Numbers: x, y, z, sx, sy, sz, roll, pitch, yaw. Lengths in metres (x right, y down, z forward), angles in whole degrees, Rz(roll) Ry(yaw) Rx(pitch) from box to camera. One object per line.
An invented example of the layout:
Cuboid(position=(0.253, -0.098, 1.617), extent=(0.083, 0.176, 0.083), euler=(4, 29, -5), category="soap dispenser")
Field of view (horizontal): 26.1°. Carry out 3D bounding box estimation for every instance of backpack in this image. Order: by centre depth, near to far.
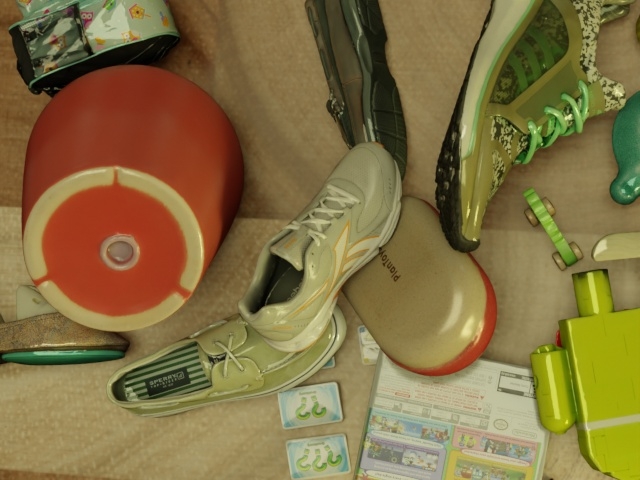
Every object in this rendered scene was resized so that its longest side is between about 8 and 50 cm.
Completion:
Cuboid(position=(-0.270, -0.262, 1.678), extent=(0.188, 0.166, 0.144), euler=(-13, 90, 6), category="backpack")

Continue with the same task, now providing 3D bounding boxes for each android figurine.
Cuboid(position=(0.367, 0.161, 1.565), extent=(0.248, 0.056, 0.273), euler=(-10, 88, -5), category="android figurine")

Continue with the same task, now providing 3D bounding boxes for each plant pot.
Cuboid(position=(-0.221, -0.035, 1.569), extent=(0.275, 0.243, 0.275), euler=(-1, 114, -2), category="plant pot")

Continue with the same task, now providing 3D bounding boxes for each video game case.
Cuboid(position=(0.155, 0.228, 1.596), extent=(0.212, 0.023, 0.193), euler=(11, 80, 6), category="video game case")

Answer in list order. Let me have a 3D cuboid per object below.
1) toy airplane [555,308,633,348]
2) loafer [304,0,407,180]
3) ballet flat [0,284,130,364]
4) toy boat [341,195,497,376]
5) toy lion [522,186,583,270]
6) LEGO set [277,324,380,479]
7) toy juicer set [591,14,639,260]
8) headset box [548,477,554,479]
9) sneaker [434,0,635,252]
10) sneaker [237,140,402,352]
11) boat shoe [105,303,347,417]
Cuboid(position=(0.330, 0.145, 1.614), extent=(0.151, 0.028, 0.151), euler=(-1, 85, 10), category="toy airplane")
Cuboid(position=(0.041, -0.186, 1.665), extent=(0.084, 0.096, 0.268), euler=(-15, 77, 29), category="loafer")
Cuboid(position=(-0.392, 0.111, 1.713), extent=(0.316, 0.107, 0.106), euler=(-7, 78, 9), category="ballet flat")
Cuboid(position=(0.130, 0.064, 1.602), extent=(0.151, 0.151, 0.231), euler=(-49, 39, 14), category="toy boat")
Cuboid(position=(0.266, -0.015, 1.599), extent=(0.034, 0.096, 0.100), euler=(-32, 82, 7), category="toy lion")
Cuboid(position=(0.066, 0.189, 1.647), extent=(0.244, 0.060, 0.182), euler=(-8, 89, 9), category="LEGO set")
Cuboid(position=(0.438, -0.105, 1.585), extent=(0.209, 0.089, 0.329), euler=(15, 81, -2), category="toy juicer set")
Cuboid(position=(0.264, 0.323, 1.614), extent=(0.062, 0.032, 0.083), euler=(-33, 83, 7), category="headset box")
Cuboid(position=(0.250, -0.165, 1.541), extent=(0.182, 0.158, 0.410), euler=(19, 71, 4), category="sneaker")
Cuboid(position=(0.000, 0.000, 1.543), extent=(0.099, 0.121, 0.262), euler=(26, 85, 28), category="sneaker")
Cuboid(position=(-0.113, 0.148, 1.645), extent=(0.302, 0.094, 0.109), euler=(-24, 81, 15), category="boat shoe")
